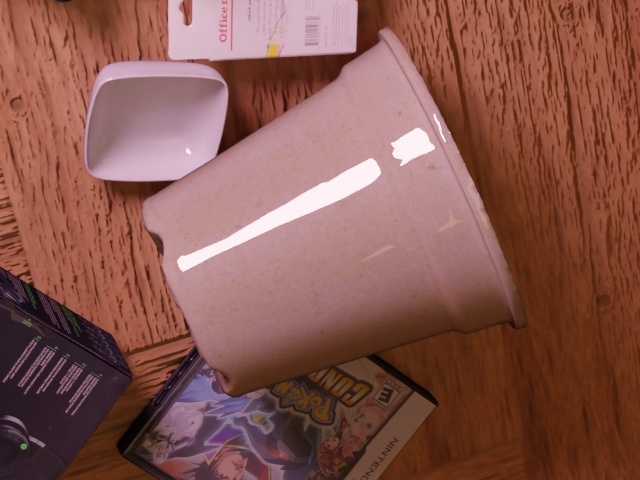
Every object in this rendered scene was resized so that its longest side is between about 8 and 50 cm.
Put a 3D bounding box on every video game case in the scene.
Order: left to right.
[{"bbox_3d":[-0.044,0.205,2.164,0.275,0.035,0.248,36,96,-25],"label":"video game case"}]

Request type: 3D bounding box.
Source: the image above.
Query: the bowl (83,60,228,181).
[{"bbox_3d":[-0.172,-0.128,1.976,0.142,0.053,0.142,-2,133,-18],"label":"bowl"}]

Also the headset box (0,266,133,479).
[{"bbox_3d":[-0.366,0.153,1.990,0.283,0.131,0.246,33,96,-25],"label":"headset box"}]

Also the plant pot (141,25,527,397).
[{"bbox_3d":[0.000,0.000,1.959,0.305,0.334,0.333,-25,115,0],"label":"plant pot"}]

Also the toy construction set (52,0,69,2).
[{"bbox_3d":[-0.259,-0.352,1.844,0.328,0.151,0.215,29,98,-13],"label":"toy construction set"}]

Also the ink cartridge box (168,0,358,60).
[{"bbox_3d":[-0.065,-0.247,1.977,0.198,0.067,0.115,-4,110,-18],"label":"ink cartridge box"}]
